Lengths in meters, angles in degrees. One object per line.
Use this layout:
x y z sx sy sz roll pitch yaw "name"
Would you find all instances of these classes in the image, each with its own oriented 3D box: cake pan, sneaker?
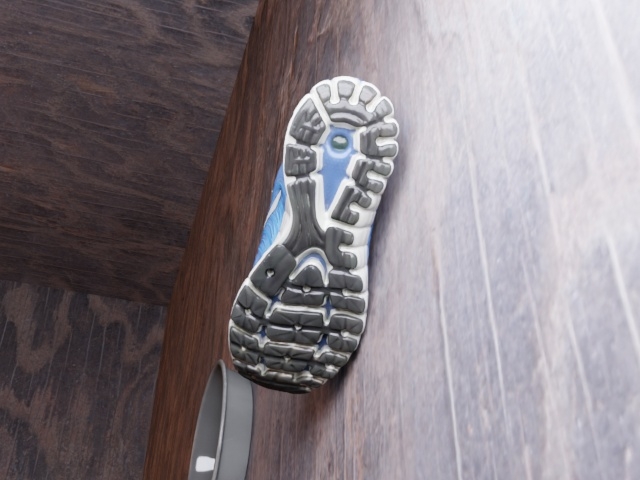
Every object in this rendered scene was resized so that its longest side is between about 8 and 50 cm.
-0.164 0.340 1.278 0.293 0.054 0.293 -169 90 -77 "cake pan"
0.000 0.000 0.798 0.147 0.129 0.330 -74 2 -75 "sneaker"
